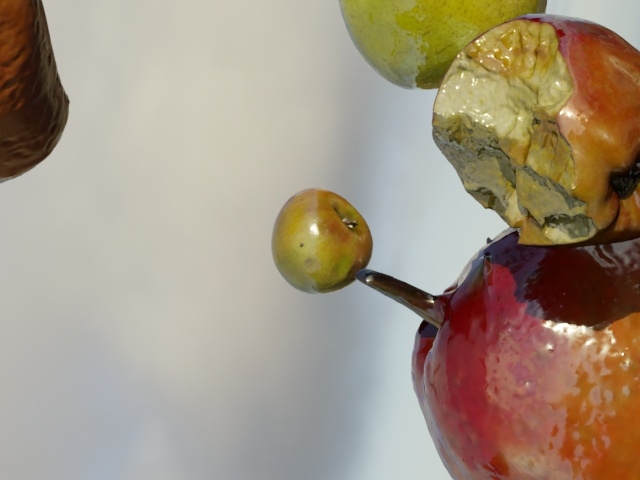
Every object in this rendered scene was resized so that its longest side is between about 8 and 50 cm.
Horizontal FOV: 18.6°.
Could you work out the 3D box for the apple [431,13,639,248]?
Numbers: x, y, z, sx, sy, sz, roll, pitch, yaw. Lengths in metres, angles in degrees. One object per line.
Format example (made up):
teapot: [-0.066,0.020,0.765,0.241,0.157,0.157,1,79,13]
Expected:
apple: [0.169,-0.068,1.307,0.147,0.158,0.156,-16,-49,-45]

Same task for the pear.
pear: [0.108,-0.232,1.768,0.198,0.198,0.198,11,-90,-83]

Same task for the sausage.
sausage: [-0.268,-0.139,1.498,0.258,0.133,0.133,89,-167,-56]

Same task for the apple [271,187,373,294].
apple: [0.000,0.000,1.633,0.089,0.074,0.090,37,-141,-39]

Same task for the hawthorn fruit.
hawthorn fruit: [0.195,0.089,1.489,0.285,0.368,0.285,-161,90,-83]
